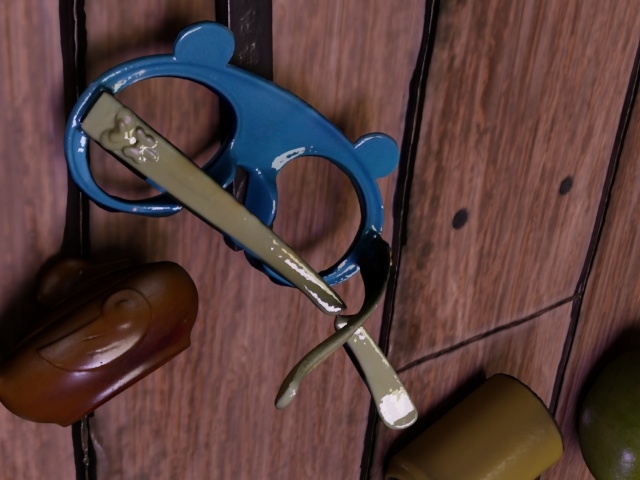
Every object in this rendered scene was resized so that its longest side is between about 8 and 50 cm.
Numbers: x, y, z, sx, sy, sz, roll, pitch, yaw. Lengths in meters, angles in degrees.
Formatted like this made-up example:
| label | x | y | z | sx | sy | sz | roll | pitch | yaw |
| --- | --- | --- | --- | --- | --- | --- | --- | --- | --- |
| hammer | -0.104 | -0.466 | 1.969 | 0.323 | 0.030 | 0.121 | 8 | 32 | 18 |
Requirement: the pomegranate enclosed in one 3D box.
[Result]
| label | x | y | z | sx | sy | sz | roll | pitch | yaw |
| --- | --- | --- | --- | --- | --- | --- | --- | --- | --- |
| pomegranate | 0.345 | 0.195 | 0.973 | 0.179 | 0.210 | 0.179 | 0 | 110 | 1 |

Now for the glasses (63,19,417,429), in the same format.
| label | x | y | z | sx | sy | sz | roll | pitch | yaw |
| --- | --- | --- | --- | --- | --- | --- | --- | --- | --- |
| glasses | -0.029 | 0.017 | 0.534 | 0.102 | 0.206 | 0.239 | -29 | 142 | 29 |

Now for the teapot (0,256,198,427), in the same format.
| label | x | y | z | sx | sy | sz | roll | pitch | yaw |
| --- | --- | --- | --- | --- | --- | --- | --- | --- | --- |
| teapot | -0.128 | 0.048 | 0.540 | 0.129 | 0.078 | 0.098 | -33 | 177 | -15 |

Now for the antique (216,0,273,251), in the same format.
| label | x | y | z | sx | sy | sz | roll | pitch | yaw |
| --- | --- | --- | --- | --- | --- | --- | --- | --- | --- |
| antique | -0.042 | -0.081 | 0.574 | 0.031 | 0.015 | 0.192 | -20 | 128 | -31 |

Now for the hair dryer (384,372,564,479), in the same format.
| label | x | y | z | sx | sy | sz | roll | pitch | yaw |
| --- | --- | --- | --- | --- | --- | --- | --- | --- | --- |
| hair dryer | 0.139 | 0.251 | 0.910 | 0.135 | 0.090 | 0.278 | -35 | 140 | -22 |
